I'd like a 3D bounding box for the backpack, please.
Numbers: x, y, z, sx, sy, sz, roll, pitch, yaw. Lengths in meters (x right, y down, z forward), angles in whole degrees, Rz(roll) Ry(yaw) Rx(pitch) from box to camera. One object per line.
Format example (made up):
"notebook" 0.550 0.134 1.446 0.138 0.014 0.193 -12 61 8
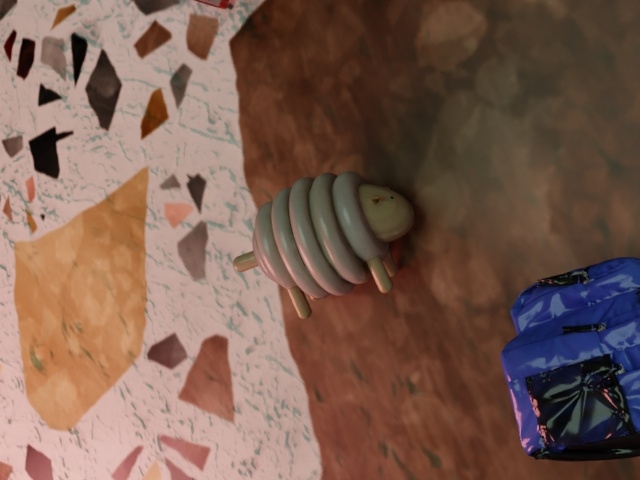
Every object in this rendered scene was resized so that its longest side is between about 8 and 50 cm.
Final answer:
"backpack" 0.164 0.058 0.386 0.120 0.098 0.101 -20 77 35

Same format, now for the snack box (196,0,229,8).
"snack box" -0.109 -0.310 0.579 0.174 0.070 0.207 37 113 29

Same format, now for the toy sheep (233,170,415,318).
"toy sheep" 0.000 0.000 0.508 0.132 0.091 0.091 -21 80 16
